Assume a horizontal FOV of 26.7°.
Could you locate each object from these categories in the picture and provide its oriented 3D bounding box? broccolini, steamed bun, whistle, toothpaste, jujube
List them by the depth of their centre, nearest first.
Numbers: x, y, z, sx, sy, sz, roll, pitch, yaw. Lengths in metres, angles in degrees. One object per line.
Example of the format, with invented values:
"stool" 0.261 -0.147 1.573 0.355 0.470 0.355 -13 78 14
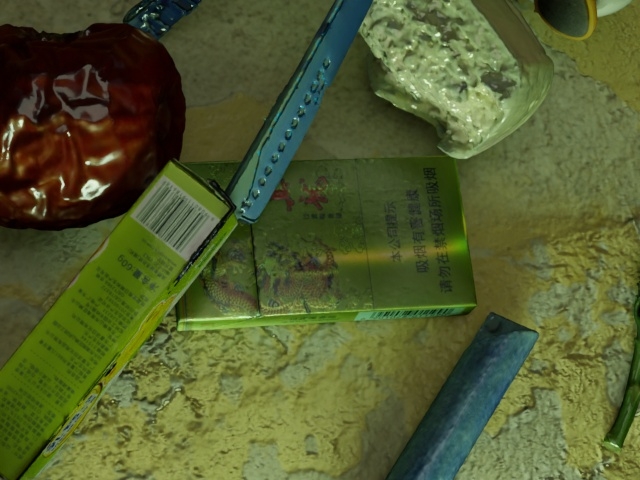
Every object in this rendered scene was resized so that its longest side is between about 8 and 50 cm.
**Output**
"toothpaste" -0.201 0.075 1.245 0.077 0.110 0.327 38 85 2
"jujube" -0.254 -0.109 1.299 0.232 0.213 0.213 3 69 8
"whistle" 0.121 0.199 1.341 0.062 0.062 0.304 35 67 2
"steamed bun" 0.129 -0.193 1.416 0.170 0.200 0.225 -43 65 22
"broccolini" 0.340 0.110 1.433 0.054 0.051 0.239 23 74 -9

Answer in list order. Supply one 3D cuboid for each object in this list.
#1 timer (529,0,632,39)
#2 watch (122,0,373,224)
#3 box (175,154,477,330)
"timer" 0.286 -0.367 1.491 0.233 0.233 0.240 41 71 5
"watch" -0.045 -0.202 1.348 0.274 0.068 0.276 -37 63 13
"box" 0.000 0.000 1.396 0.311 0.043 0.173 -2 71 -12
